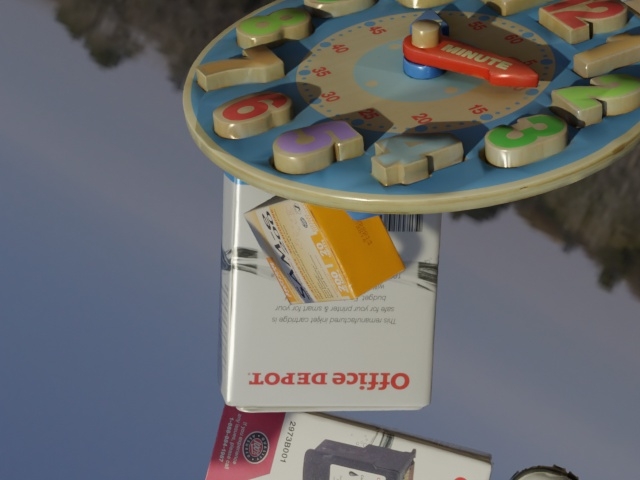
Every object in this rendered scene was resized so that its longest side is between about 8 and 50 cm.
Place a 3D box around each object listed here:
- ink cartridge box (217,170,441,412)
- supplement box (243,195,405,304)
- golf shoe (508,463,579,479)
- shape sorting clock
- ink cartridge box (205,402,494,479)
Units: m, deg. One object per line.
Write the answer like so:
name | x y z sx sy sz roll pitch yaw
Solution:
ink cartridge box | 0.004 0.013 1.002 0.148 0.203 0.086 2 -171 -11
supplement box | 0.000 0.000 0.774 0.062 0.036 0.098 63 159 -6
golf shoe | 0.140 0.212 0.756 0.094 0.077 0.198 43 -150 -66
shape sorting clock | 0.044 -0.073 0.598 0.206 0.040 0.206 -2 -148 1
ink cartridge box | 0.019 0.242 1.227 0.237 0.172 0.100 14 176 8
